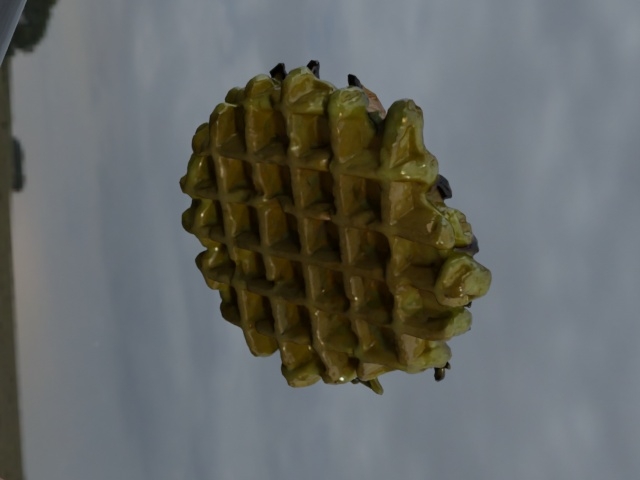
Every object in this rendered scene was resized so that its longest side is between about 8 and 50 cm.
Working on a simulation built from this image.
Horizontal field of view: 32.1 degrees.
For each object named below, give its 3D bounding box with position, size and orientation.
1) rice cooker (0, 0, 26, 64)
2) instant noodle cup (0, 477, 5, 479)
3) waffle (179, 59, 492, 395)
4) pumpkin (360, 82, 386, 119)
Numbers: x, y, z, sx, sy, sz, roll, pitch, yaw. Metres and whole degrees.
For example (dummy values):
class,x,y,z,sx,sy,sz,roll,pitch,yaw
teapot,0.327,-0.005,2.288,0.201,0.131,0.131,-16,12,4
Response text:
class,x,y,z,sx,sy,sz,roll,pitch,yaw
rice cooker,-0.382,-0.216,0.836,0.325,0.335,0.335,-58,-149,23
instant noodle cup,-0.238,0.225,0.632,0.174,0.213,0.213,-106,-167,-87
waffle,-0.006,0.005,0.932,0.329,0.062,0.329,21,-53,31
pumpkin,0.030,-0.086,0.992,0.074,0.054,0.083,56,-44,19
